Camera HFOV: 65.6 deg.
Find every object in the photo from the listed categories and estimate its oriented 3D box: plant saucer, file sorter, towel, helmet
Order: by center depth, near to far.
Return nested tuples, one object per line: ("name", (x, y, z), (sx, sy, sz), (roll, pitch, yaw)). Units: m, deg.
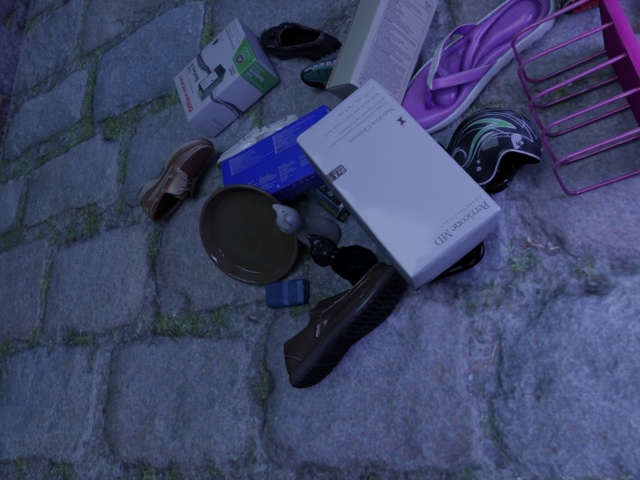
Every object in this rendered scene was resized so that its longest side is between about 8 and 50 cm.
("file sorter", (0.486, -0.259, 0.910), (0.182, 0.202, 0.290), (-20, 66, 28))
("helmet", (0.350, -0.187, 1.001), (0.161, 0.169, 0.169), (-51, 56, 20))
("towel", (-0.085, 0.135, 1.259), (0.119, 0.029, 0.067), (-10, 70, 29))
("plant saucer", (-0.182, -0.016, 1.277), (0.278, 0.041, 0.277), (8, 114, 17))

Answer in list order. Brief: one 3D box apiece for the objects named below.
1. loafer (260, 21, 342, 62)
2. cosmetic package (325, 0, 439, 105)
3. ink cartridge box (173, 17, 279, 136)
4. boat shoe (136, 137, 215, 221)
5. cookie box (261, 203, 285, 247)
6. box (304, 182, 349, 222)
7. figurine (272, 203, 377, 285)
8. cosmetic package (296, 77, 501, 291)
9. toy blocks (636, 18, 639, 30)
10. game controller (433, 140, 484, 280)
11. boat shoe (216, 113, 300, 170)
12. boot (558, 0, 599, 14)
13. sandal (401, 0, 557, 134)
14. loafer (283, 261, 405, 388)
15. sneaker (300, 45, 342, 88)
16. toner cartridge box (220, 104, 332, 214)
("loafer", (-0.072, -0.583, 1.425), (0.302, 0.095, 0.109), (27, 90, 35))
("cosmetic package", (0.150, -0.473, 1.198), (0.113, 0.160, 0.309), (12, 79, 56))
("ink cartridge box", (-0.295, -0.494, 1.524), (0.289, 0.121, 0.211), (-35, 59, 20))
("boat shoe", (-0.431, -0.179, 1.529), (0.324, 0.123, 0.116), (-42, 65, 23))
("cookie box", (-0.127, -0.040, 1.331), (0.107, 0.040, 0.092), (-41, 57, 15))
("box", (0.021, -0.175, 1.274), (0.233, 0.044, 0.159), (43, 101, 34))
("figurine", (0.000, 0.000, 1.135), (0.215, 0.209, 0.092), (41, 99, 34))
("cosmetic package", (0.152, -0.112, 1.014), (0.217, 0.156, 0.385), (-40, 67, 0))
("toy blocks", (0.684, -0.474, 0.938), (0.123, 0.054, 0.148), (15, 84, 34))
("game controller", (0.237, -0.069, 1.093), (0.166, 0.067, 0.319), (-26, 64, 24))
("boat shoe", (-0.169, -0.272, 1.399), (0.277, 0.098, 0.096), (-19, 65, 17))
("boot", (0.455, -0.592, 0.951), (0.377, 0.138, 0.284), (-16, 91, -17))
("sandal", (0.323, -0.415, 1.119), (0.416, 0.102, 0.169), (-43, 56, 17))
("loafer", (0.033, 0.170, 1.108), (0.366, 0.134, 0.130), (-47, 57, 12))
("sneaker", (0.054, -0.482, 1.336), (0.224, 0.083, 0.098), (-9, 60, 19))
("toner cartridge box", (-0.099, -0.191, 1.282), (0.348, 0.075, 0.165), (-22, 66, 27))
